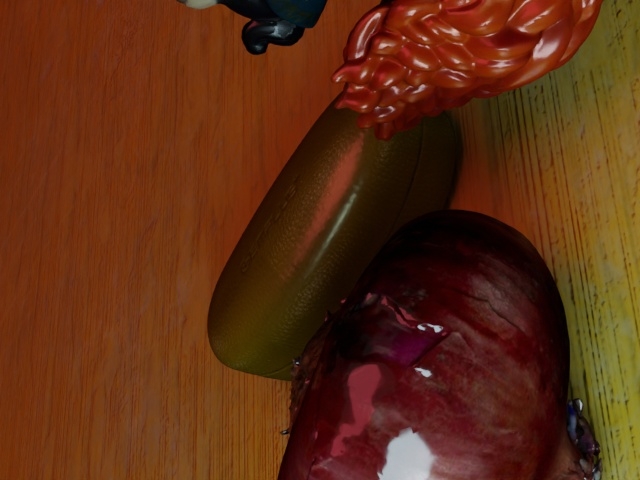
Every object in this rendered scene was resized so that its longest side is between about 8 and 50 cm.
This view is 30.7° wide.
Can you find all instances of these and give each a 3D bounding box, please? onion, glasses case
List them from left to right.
[{"bbox_3d":[0.000,0.000,1.267,0.371,0.141,0.173,-57,37,21],"label":"glasses case"},{"bbox_3d":[0.112,0.147,0.967,0.347,0.285,0.347,-62,-5,-9],"label":"onion"}]

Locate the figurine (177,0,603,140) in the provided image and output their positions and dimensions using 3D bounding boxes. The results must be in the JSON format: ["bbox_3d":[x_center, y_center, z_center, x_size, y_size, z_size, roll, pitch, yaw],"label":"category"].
[{"bbox_3d":[0.055,-0.274,1.079,0.306,0.412,0.241,-57,-2,11],"label":"figurine"}]
